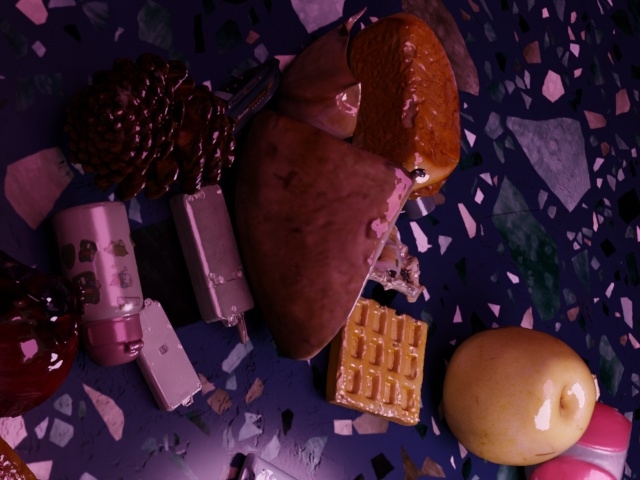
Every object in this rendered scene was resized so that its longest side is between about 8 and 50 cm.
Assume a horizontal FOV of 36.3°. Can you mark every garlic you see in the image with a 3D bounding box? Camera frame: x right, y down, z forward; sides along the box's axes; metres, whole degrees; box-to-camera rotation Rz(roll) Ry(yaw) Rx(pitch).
[{"bbox_3d":[0.022,-0.312,1.906,0.151,0.196,0.338,44,30,-25],"label":"garlic"}]

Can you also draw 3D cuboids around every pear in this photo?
[{"bbox_3d":[0.417,0.329,2.065,0.309,0.309,0.309,11,74,-41],"label":"pear"}]

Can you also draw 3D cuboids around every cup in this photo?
[{"bbox_3d":[0.192,-0.089,2.099,0.100,0.078,0.077,-29,108,-8],"label":"cup"}]

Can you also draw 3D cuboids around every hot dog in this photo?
[{"bbox_3d":[0.182,-0.256,2.018,0.223,0.185,0.405,23,58,-45],"label":"hot dog"}]

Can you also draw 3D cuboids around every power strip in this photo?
[{"bbox_3d":[-0.184,0.047,1.722,0.093,0.053,0.288,-17,93,-45],"label":"power strip"},{"bbox_3d":[-0.267,0.192,1.626,0.081,0.035,0.192,-35,105,-41],"label":"power strip"}]

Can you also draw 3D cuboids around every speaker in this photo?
[{"bbox_3d":[0.592,0.515,2.199,0.294,0.294,0.294,11,74,-41],"label":"speaker"}]

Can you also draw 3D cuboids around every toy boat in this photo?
[{"bbox_3d":[-0.146,-0.270,1.799,0.246,0.093,0.103,-52,123,-36],"label":"toy boat"}]

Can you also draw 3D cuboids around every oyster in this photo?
[{"bbox_3d":[0.076,-0.002,1.959,0.354,0.107,0.201,50,30,-8],"label":"oyster"}]

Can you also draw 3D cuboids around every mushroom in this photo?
[{"bbox_3d":[-0.044,-0.002,1.732,0.313,0.224,0.397,25,86,-6],"label":"mushroom"}]

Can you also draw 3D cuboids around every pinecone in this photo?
[{"bbox_3d":[-0.261,-0.169,1.589,0.292,0.246,0.246,19,67,-55],"label":"pinecone"}]

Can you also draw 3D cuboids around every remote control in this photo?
[{"bbox_3d":[-0.037,0.489,1.767,0.293,0.051,0.103,37,58,-31],"label":"remote control"}]

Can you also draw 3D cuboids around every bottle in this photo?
[{"bbox_3d":[-0.342,0.071,1.526,0.120,0.120,0.253,-9,89,-44],"label":"bottle"}]

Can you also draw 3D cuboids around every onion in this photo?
[{"bbox_3d":[-0.465,0.112,1.345,0.281,0.221,0.281,24,41,-22],"label":"onion"}]

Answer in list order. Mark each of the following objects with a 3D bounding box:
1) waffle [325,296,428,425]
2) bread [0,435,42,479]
[{"bbox_3d":[0.114,0.241,1.959,0.248,0.055,0.221,25,65,-38],"label":"waffle"},{"bbox_3d":[-0.441,0.396,1.392,0.271,0.077,0.139,55,53,-23],"label":"bread"}]
